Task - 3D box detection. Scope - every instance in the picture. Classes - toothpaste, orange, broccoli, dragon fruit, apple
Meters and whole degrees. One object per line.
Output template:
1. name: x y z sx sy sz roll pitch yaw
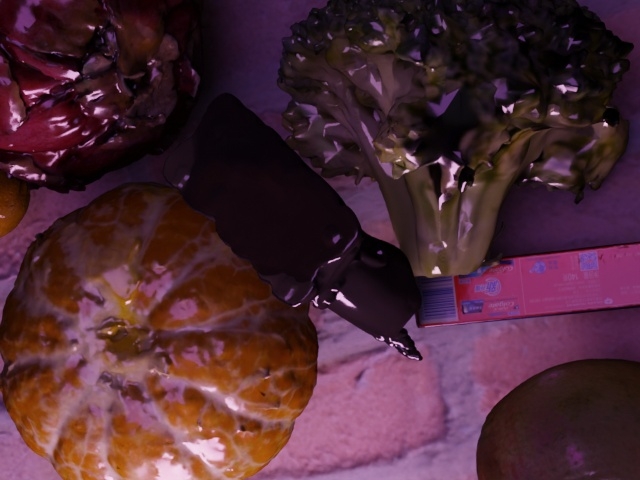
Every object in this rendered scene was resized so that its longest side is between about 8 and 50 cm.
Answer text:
1. toothpaste: 0.251 0.039 1.505 0.320 0.076 0.066 -6 87 20
2. orange: -0.158 0.105 1.558 0.329 0.249 0.329 1 94 14
3. broccoli: 0.112 -0.107 1.447 0.348 0.293 0.281 -3 97 21
4. orange: -0.365 -0.045 1.721 0.095 0.085 0.085 -30 79 8
5. dragon fruit: -0.273 -0.208 1.578 0.329 0.329 0.329 0 89 19
6. apple: 0.240 0.196 1.399 0.193 0.265 0.120 -1 129 -3

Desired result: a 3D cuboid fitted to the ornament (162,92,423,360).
1. ornament: 0.000 0.000 1.468 0.106 0.260 0.251 -46 60 6
